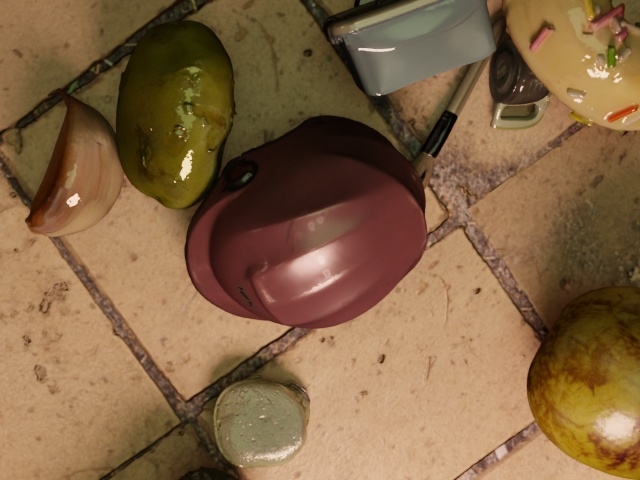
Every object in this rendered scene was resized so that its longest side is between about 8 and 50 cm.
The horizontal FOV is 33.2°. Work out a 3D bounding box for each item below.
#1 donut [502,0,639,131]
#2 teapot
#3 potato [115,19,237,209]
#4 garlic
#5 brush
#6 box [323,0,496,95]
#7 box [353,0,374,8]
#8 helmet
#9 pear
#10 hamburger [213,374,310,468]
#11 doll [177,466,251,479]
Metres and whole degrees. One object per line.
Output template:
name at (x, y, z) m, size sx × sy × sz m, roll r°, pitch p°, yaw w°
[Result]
donut at (0.405, -0.319, 1.475) m, size 0.371 × 0.150 × 0.307 m, roll 45°, pitch 66°, yaw -7°
teapot at (0.294, -0.228, 1.549) m, size 0.090 × 0.124 × 0.092 m, roll 6°, pitch 53°, yaw -18°
potato at (-0.196, -0.169, 1.444) m, size 0.148 × 0.186 × 0.253 m, roll -1°, pitch 89°, yaw -21°
garlic at (-0.325, -0.101, 1.480) m, size 0.115 × 0.128 × 0.207 m, roll 13°, pitch 86°, yaw -28°
brush at (0.196, -0.194, 1.552) m, size 0.039 × 0.042 × 0.299 m, roll 29°, pitch 89°, yaw 27°
box at (0.124, -0.288, 1.458) m, size 0.226 × 0.162 × 0.130 m, roll -19°, pitch 105°, yaw -1°
box at (0.108, -0.314, 1.545) m, size 0.125 × 0.027 × 0.126 m, roll 6°, pitch 94°, yaw -3°
helmet at (0.000, 0.000, 1.429) m, size 0.338 × 0.197 × 0.271 m, roll -35°, pitch 123°, yaw -9°
pear at (0.427, 0.198, 1.479) m, size 0.283 × 0.283 × 0.284 m, roll 0°, pitch 93°, yaw -5°
hamburger at (-0.084, 0.261, 1.540) m, size 0.139 × 0.062 × 0.133 m, roll 1°, pitch 89°, yaw -4°
doll at (-0.189, 0.485, 1.471) m, size 0.247 × 0.247 × 0.350 m, roll 27°, pitch 84°, yaw -6°
